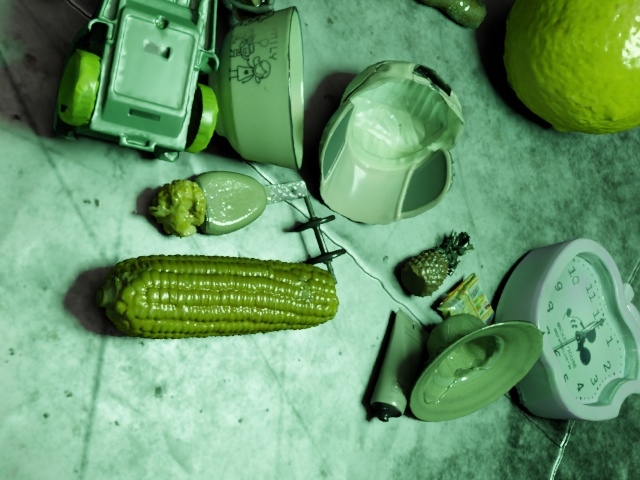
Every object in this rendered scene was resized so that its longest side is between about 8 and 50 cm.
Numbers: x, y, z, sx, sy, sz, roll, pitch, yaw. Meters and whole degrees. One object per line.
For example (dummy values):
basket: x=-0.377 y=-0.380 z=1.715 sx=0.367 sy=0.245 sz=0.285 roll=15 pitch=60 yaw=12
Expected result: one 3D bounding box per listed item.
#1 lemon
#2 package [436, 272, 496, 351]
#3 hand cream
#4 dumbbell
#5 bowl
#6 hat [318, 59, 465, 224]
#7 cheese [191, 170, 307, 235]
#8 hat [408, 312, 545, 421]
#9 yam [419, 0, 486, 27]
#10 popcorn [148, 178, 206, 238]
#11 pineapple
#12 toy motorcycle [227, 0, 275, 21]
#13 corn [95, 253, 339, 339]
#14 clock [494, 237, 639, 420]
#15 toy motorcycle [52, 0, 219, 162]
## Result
lemon: x=0.530 y=-0.365 z=1.461 sx=0.350 sy=0.387 sz=0.349 roll=-9 pitch=102 yaw=-43
package: x=0.264 y=0.129 z=1.400 sx=0.108 sy=0.031 sz=0.120 roll=-40 pitch=109 yaw=-29
hand cream: x=0.129 y=0.210 z=1.293 sx=0.087 sy=0.054 sz=0.186 roll=41 pitch=55 yaw=-27
dumbbell: x=0.000 y=0.000 z=1.237 sx=0.069 sy=0.069 sz=0.147 roll=-20 pitch=91 yaw=-33
bowl: x=-0.091 y=-0.217 z=1.150 sx=0.126 sy=0.238 sz=0.237 roll=-2 pitch=80 yaw=3
hat: x=0.105 y=-0.160 z=1.294 sx=0.232 sy=0.161 sz=0.275 roll=23 pitch=93 yaw=-14
cheese: x=-0.103 y=-0.066 z=1.204 sx=0.192 sy=0.037 sz=0.097 roll=-11 pitch=88 yaw=-32
hat: x=0.237 y=0.182 z=1.312 sx=0.252 sy=0.252 sz=0.110 roll=1 pitch=41 yaw=-32
yam: x=0.198 y=-0.463 z=1.453 sx=0.253 sy=0.061 sz=0.061 roll=17 pitch=72 yaw=-29
popcorn: x=-0.205 y=-0.053 z=1.129 sx=0.084 sy=0.084 sz=0.084 roll=6 pitch=78 yaw=-31
pineapple: x=0.208 y=0.034 z=1.362 sx=0.159 sy=0.074 sz=0.074 roll=-34 pitch=99 yaw=-34
toy motorcycle: x=-0.100 y=-0.386 z=1.138 sx=0.094 sy=0.229 sz=0.129 roll=22 pitch=93 yaw=13
corn: x=-0.134 y=0.080 z=1.113 sx=0.363 sy=0.120 sz=0.120 roll=5 pitch=79 yaw=-32
clock: x=0.473 y=0.169 z=1.470 sx=0.338 sy=0.102 sz=0.338 roll=8 pitch=76 yaw=-35
toy motorcycle: x=-0.243 y=-0.280 z=1.078 sx=0.191 sy=0.200 sz=0.326 roll=12 pitch=86 yaw=-30
